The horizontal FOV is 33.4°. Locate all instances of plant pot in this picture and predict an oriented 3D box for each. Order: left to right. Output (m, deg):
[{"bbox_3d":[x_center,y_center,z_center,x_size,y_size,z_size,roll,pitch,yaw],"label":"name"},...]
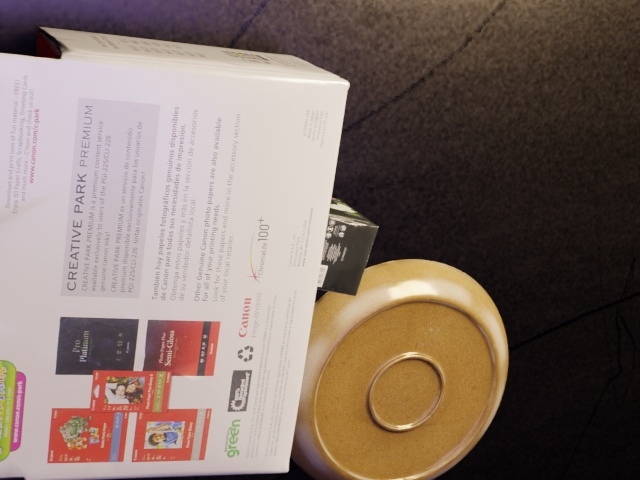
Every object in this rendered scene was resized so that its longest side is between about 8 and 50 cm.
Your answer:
[{"bbox_3d":[0.074,0.133,0.971,0.236,0.032,0.236,-7,109,-20],"label":"plant pot"}]

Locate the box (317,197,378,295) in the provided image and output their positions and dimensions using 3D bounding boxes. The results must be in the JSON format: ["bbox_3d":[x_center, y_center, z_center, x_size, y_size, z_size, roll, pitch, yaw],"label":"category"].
[{"bbox_3d":[0.000,0.000,0.865,0.052,0.083,0.062,12,103,-25],"label":"box"}]

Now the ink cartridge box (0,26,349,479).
[{"bbox_3d":[-0.146,0.010,0.785,0.271,0.130,0.310,3,106,-23],"label":"ink cartridge box"}]
